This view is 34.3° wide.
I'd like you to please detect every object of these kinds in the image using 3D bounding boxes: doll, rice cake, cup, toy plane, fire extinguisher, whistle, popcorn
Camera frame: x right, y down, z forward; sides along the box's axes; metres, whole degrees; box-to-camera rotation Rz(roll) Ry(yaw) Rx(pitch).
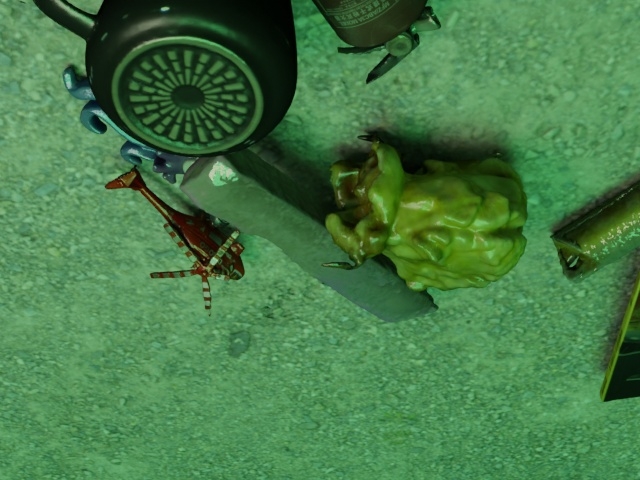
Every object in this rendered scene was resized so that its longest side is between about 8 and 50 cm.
[{"bbox_3d":[-0.163,-0.113,1.030,0.206,0.067,0.110,25,127,-11],"label":"doll"},{"bbox_3d":[0.000,-0.001,1.108,0.070,0.064,0.399,-31,142,22],"label":"rice cake"},{"bbox_3d":[-0.121,-0.185,0.852,0.223,0.176,0.169,26,137,-22],"label":"cup"},{"bbox_3d":[-0.158,-0.011,1.148,0.194,0.077,0.126,29,130,-19],"label":"toy plane"},{"bbox_3d":[0.013,-0.238,0.846,0.105,0.104,0.269,-20,136,24],"label":"fire extinguisher"},{"bbox_3d":[0.379,-0.054,1.083,0.057,0.068,0.326,18,138,-40],"label":"whistle"},{"bbox_3d":[0.111,-0.023,1.052,0.195,0.173,0.168,23,178,-31],"label":"popcorn"}]

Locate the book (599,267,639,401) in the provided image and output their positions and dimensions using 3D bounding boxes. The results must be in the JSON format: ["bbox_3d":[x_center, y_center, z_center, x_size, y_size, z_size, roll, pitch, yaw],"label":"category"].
[{"bbox_3d":[0.489,0.091,1.241,0.263,0.028,0.374,-7,146,1],"label":"book"}]
